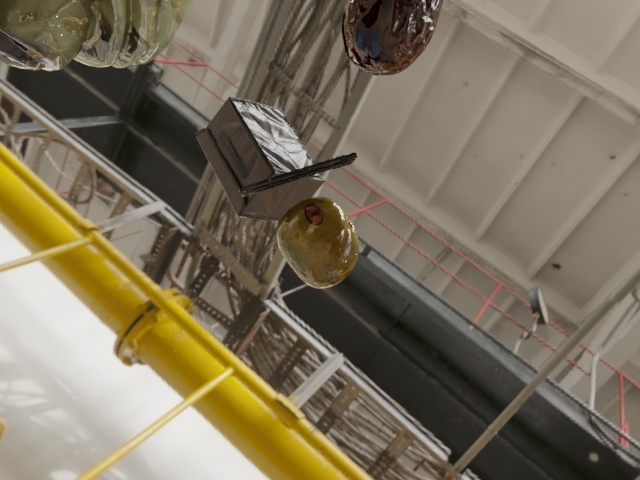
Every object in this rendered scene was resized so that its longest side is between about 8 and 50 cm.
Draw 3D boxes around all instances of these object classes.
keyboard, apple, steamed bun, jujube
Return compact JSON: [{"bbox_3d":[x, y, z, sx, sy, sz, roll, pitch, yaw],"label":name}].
[{"bbox_3d":[-0.046,-0.135,1.194,0.251,0.087,0.017,-18,-93,-5],"label":"keyboard"},{"bbox_3d":[0.000,0.000,1.195,0.155,0.182,0.182,-36,-96,3],"label":"apple"},{"bbox_3d":[-0.369,-0.339,0.777,0.346,0.394,0.237,146,-45,-67],"label":"steamed bun"},{"bbox_3d":[0.144,-0.448,1.150,0.183,0.183,0.243,34,-60,16],"label":"jujube"}]

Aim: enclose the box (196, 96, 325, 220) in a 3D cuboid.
[{"bbox_3d":[-0.141,-0.193,1.384,0.153,0.188,0.252,-45,-118,30],"label":"box"}]
